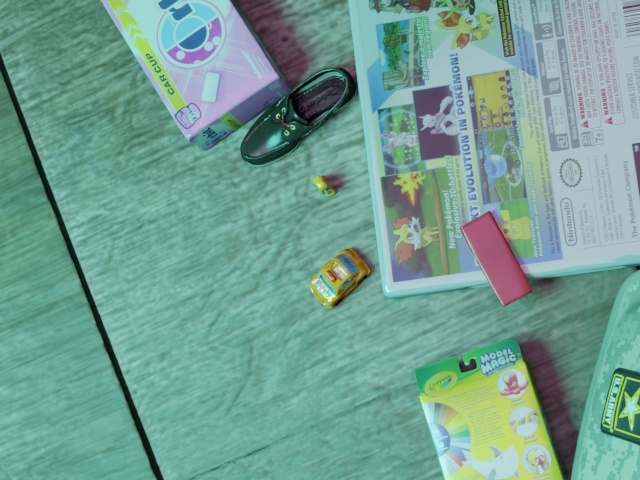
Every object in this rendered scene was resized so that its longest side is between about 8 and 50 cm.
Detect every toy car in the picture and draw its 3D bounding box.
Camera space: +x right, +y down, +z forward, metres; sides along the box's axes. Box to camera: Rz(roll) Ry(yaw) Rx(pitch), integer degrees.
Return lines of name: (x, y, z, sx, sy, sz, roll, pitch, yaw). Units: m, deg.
toy car: (0.000, 0.000, 1.367, 0.060, 0.040, 0.122, -26, 78, 9)

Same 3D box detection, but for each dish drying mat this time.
dish drying mat: (0.158, 0.017, 1.310, 0.032, 0.008, 0.083, -29, 77, 7)

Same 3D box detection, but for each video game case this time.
video game case: (0.186, -0.127, 1.344, 0.299, 0.036, 0.329, -8, 82, 12)

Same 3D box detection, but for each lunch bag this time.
lunch bag: (0.296, 0.146, 1.154, 0.168, 0.287, 0.235, 13, 87, 14)

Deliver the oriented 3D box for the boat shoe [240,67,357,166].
boat shoe: (-0.025, -0.120, 1.389, 0.133, 0.042, 0.049, -36, 79, 8)

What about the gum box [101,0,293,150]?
gum box: (-0.124, -0.197, 1.409, 0.107, 0.062, 0.188, -34, 77, 6)

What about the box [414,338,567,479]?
box: (0.157, 0.186, 1.306, 0.105, 0.043, 0.179, -18, 81, 11)
